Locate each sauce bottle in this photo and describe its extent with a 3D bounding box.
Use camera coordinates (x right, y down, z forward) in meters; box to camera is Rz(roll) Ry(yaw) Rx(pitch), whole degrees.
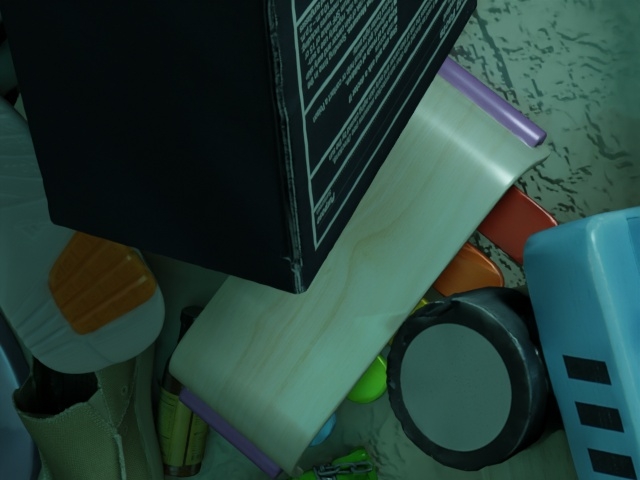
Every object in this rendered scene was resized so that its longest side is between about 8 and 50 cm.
[{"bbox_3d":[-0.099,0.113,1.183,0.042,0.042,0.128,14,104,8],"label":"sauce bottle"}]

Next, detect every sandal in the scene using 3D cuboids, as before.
[{"bbox_3d":[-0.180,-0.019,1.026,0.102,0.076,0.265,-19,132,6],"label":"sandal"}]

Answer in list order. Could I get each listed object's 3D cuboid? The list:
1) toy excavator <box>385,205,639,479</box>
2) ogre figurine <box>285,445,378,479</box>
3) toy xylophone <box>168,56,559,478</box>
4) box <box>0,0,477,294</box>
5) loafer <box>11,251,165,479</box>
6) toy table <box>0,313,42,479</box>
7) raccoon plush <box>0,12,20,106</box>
[{"bbox_3d":[0.271,0.032,0.917,0.445,0.222,0.432,-17,85,37],"label":"toy excavator"},{"bbox_3d":[-0.013,0.258,1.178,0.118,0.097,0.197,-3,119,-6],"label":"ogre figurine"},{"bbox_3d":[0.000,0.000,1.090,0.323,0.081,0.236,-45,80,11],"label":"toy xylophone"},{"bbox_3d":[-0.038,-0.184,0.900,0.183,0.296,0.294,15,137,20],"label":"box"},{"bbox_3d":[-0.178,0.134,1.164,0.102,0.092,0.268,6,100,42],"label":"loafer"},{"bbox_3d":[-0.333,0.113,1.169,0.252,0.161,0.274,-42,92,17],"label":"toy table"},{"bbox_3d":[-0.313,-0.275,0.996,0.216,0.299,0.446,-43,92,18],"label":"raccoon plush"}]
